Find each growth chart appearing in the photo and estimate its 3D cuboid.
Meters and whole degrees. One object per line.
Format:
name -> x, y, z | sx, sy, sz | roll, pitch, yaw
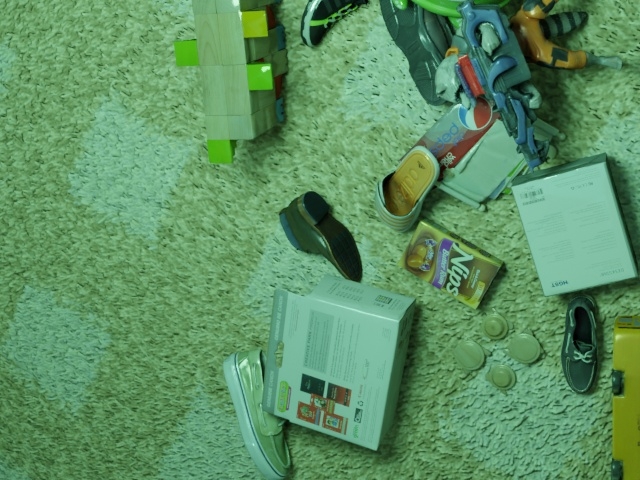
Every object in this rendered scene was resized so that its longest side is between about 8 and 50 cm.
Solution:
growth chart -> 0.347, -0.153, 1.846 | 0.172, 0.021, 0.237 | 31, 115, -32

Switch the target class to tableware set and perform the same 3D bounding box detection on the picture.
tableware set -> 0.364, 0.229, 1.963 | 0.141, 0.020, 0.168 | 40, 112, 10

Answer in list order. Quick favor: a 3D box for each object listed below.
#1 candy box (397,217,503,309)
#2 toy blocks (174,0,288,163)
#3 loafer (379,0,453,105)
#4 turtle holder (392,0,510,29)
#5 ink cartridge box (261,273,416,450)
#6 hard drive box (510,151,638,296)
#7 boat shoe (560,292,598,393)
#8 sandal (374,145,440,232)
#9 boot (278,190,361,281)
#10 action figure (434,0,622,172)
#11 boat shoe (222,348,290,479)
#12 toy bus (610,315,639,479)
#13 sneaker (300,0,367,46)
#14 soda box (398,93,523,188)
candy box -> 0.265, 0.046, 1.944 | 0.187, 0.053, 0.109 | 29, 108, 10
toy blocks -> -0.147, -0.369, 1.910 | 0.191, 0.261, 0.381 | 1, 108, 17
loafer -> 0.203, -0.411, 1.868 | 0.109, 0.095, 0.302 | -23, 88, 52
turtle holder -> 0.229, -0.558, 1.710 | 0.243, 0.227, 0.320 | -35, 75, -16
ink cartridge box -> 0.034, 0.244, 2.002 | 0.272, 0.130, 0.309 | 15, 114, 16
hard drive box -> 0.485, -0.028, 1.817 | 0.181, 0.089, 0.232 | -14, 102, 21
boat shoe -> 0.510, 0.210, 1.882 | 0.075, 0.065, 0.206 | 3, 102, 19
sandal -> 0.151, -0.094, 1.874 | 0.102, 0.076, 0.265 | 50, 153, 15
boot -> 0.000, 0.000, 2.033 | 0.106, 0.082, 0.219 | -20, 106, 48
action figure -> 0.365, -0.310, 1.730 | 0.330, 0.178, 0.341 | -20, 114, 1
boat shoe -> -0.126, 0.388, 2.123 | 0.094, 0.109, 0.302 | -21, 90, 20
toy bus -> 0.616, 0.321, 1.832 | 0.108, 0.130, 0.332 | 0, 101, 19
sneaker -> 0.042, -0.482, 1.900 | 0.097, 0.084, 0.234 | 31, 109, 10
soda box -> 0.280, -0.219, 1.869 | 0.092, 0.083, 0.263 | 47, 112, 6
